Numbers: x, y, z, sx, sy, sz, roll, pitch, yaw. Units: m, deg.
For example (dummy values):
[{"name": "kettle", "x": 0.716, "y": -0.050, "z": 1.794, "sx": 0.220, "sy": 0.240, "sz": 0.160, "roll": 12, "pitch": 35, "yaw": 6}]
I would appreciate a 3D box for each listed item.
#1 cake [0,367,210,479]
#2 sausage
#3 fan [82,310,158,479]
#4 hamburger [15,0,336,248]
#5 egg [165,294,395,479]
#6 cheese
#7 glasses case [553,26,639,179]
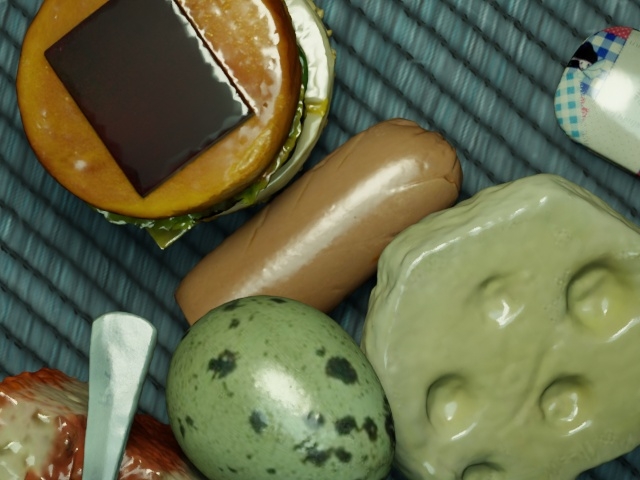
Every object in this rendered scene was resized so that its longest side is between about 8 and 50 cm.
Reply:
[{"name": "cake", "x": -0.213, "y": 0.296, "z": 1.617, "sx": 0.319, "sy": 0.270, "sz": 0.269, "roll": 31, "pitch": 90, "yaw": 5}, {"name": "sausage", "x": 0.001, "y": -0.001, "z": 1.684, "sx": 0.304, "sy": 0.121, "sz": 0.121, "roll": -39, "pitch": 87, "yaw": 2}, {"name": "fan", "x": -0.188, "y": 0.198, "z": 1.475, "sx": 0.057, "sy": 0.023, "sz": 0.282, "roll": 11, "pitch": 81, "yaw": 1}, {"name": "hamburger", "x": -0.124, "y": -0.146, "z": 1.643, "sx": 0.291, "sy": 0.225, "sz": 0.291, "roll": 0, "pitch": 89, "yaw": 12}, {"name": "egg", "x": -0.031, "y": 0.147, "z": 1.549, "sx": 0.228, "sy": 0.177, "sz": 0.177, "roll": 34, "pitch": 91, "yaw": 27}, {"name": "cheese", "x": 0.194, "y": 0.100, "z": 1.639, "sx": 0.326, "sy": 0.115, "sz": 0.318, "roll": 20, "pitch": 100, "yaw": -12}, {"name": "glasses case", "x": 0.379, "y": -0.089, "z": 1.686, "sx": 0.327, "sy": 0.076, "sz": 0.125, "roll": 29, "pitch": 94, "yaw": 4}]
